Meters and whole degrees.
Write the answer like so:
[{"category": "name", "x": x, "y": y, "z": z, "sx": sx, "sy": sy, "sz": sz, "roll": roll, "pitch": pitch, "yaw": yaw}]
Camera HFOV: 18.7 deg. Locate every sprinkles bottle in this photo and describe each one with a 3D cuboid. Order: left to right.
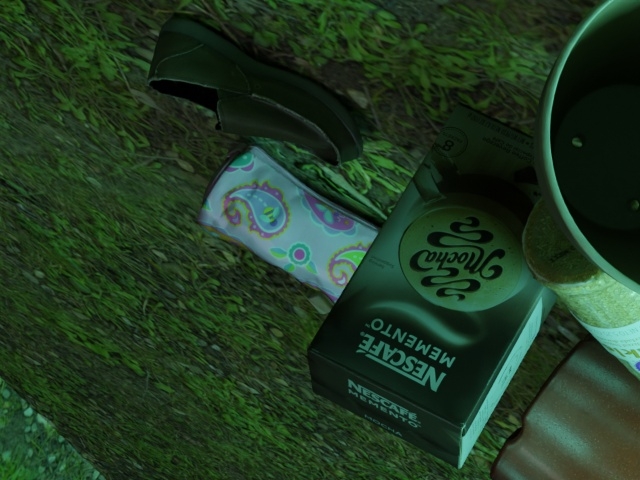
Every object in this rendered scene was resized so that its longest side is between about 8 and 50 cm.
[{"category": "sprinkles bottle", "x": 0.316, "y": 0.068, "z": 1.829, "sx": 0.121, "sy": 0.121, "sz": 0.355, "roll": 13, "pitch": 161, "yaw": 40}]

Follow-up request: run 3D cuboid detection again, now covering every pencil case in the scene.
[{"category": "pencil case", "x": 0.000, "y": 0.000, "z": 2.200, "sx": 0.284, "sy": 0.124, "sz": 0.124, "roll": 31, "pitch": 159, "yaw": 1}]

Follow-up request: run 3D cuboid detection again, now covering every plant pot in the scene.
[{"category": "plant pot", "x": 0.346, "y": 0.252, "z": 2.107, "sx": 0.265, "sy": 0.272, "sz": 0.272, "roll": 36, "pitch": 160, "yaw": 14}, {"category": "plant pot", "x": 0.273, "y": -0.072, "z": 1.531, "sx": 0.256, "sy": 0.256, "sz": 0.274, "roll": 33, "pitch": 176, "yaw": -3}]

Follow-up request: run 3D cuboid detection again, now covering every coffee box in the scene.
[{"category": "coffee box", "x": 0.132, "y": 0.043, "z": 1.851, "sx": 0.168, "sy": 0.297, "sz": 0.119, "roll": 26, "pitch": 158, "yaw": 14}]

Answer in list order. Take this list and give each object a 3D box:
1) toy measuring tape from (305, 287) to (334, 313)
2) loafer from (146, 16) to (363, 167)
[{"category": "toy measuring tape", "x": 0.082, "y": 0.124, "z": 2.354, "sx": 0.330, "sy": 0.121, "sz": 0.121, "roll": 8, "pitch": 149, "yaw": 46}, {"category": "loafer", "x": -0.073, "y": -0.137, "z": 2.029, "sx": 0.251, "sy": 0.087, "sz": 0.094, "roll": 28, "pitch": 159, "yaw": 10}]
